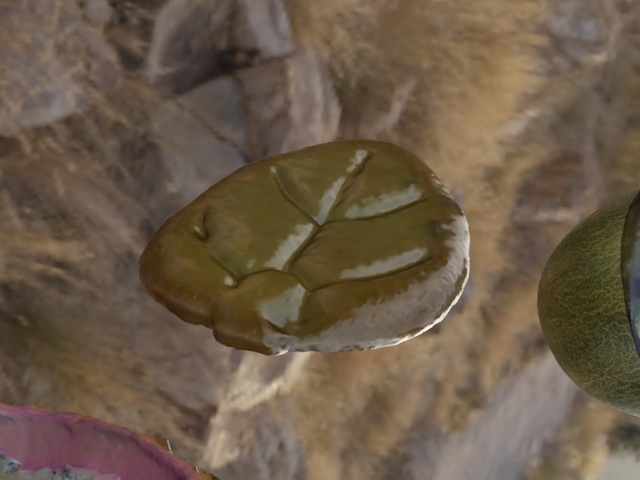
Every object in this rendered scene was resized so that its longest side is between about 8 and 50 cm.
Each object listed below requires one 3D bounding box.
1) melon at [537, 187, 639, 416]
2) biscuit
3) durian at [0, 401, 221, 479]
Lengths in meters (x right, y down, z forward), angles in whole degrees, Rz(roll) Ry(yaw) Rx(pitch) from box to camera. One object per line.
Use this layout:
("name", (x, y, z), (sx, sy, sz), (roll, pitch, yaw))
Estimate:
("melon", (0.185, 0.051, 0.957), (0.079, 0.128, 0.160), (-7, 82, -42))
("biscuit", (-0.001, -0.005, 0.924), (0.260, 0.203, 0.041), (-54, 146, -54))
("durian", (-0.191, 0.167, 0.889), (0.191, 0.341, 0.112), (7, 90, -70))
